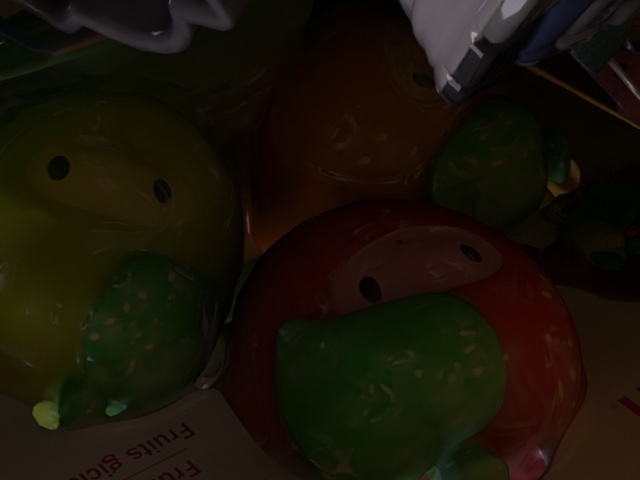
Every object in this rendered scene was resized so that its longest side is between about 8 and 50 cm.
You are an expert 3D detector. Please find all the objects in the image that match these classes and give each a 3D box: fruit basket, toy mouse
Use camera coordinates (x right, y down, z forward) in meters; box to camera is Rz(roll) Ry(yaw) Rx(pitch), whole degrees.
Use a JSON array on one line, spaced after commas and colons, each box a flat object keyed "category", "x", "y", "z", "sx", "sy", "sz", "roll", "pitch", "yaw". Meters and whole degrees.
[{"category": "fruit basket", "x": 0.000, "y": 0.000, "z": 0.622, "sx": 0.353, "sy": 0.327, "sz": 0.165, "roll": 33, "pitch": 135, "yaw": 40}, {"category": "toy mouse", "x": 0.079, "y": -0.074, "z": 0.563, "sx": 0.161, "sy": 0.031, "sz": 0.143, "roll": 33, "pitch": -166, "yaw": -52}]

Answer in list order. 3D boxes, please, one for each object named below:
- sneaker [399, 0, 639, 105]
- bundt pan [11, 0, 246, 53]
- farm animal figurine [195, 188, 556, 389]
[{"category": "sneaker", "x": 0.042, "y": -0.120, "z": 0.349, "sx": 0.129, "sy": 0.111, "sz": 0.297, "roll": 55, "pitch": 173, "yaw": 13}, {"category": "bundt pan", "x": -0.127, "y": -0.197, "z": 0.473, "sx": 0.331, "sy": 0.124, "sz": 0.331, "roll": 32, "pitch": 168, "yaw": 8}, {"category": "farm animal figurine", "x": 0.019, "y": 0.009, "z": 0.888, "sx": 0.326, "sy": 0.172, "sz": 0.330, "roll": -6, "pitch": -156, "yaw": -33}]
